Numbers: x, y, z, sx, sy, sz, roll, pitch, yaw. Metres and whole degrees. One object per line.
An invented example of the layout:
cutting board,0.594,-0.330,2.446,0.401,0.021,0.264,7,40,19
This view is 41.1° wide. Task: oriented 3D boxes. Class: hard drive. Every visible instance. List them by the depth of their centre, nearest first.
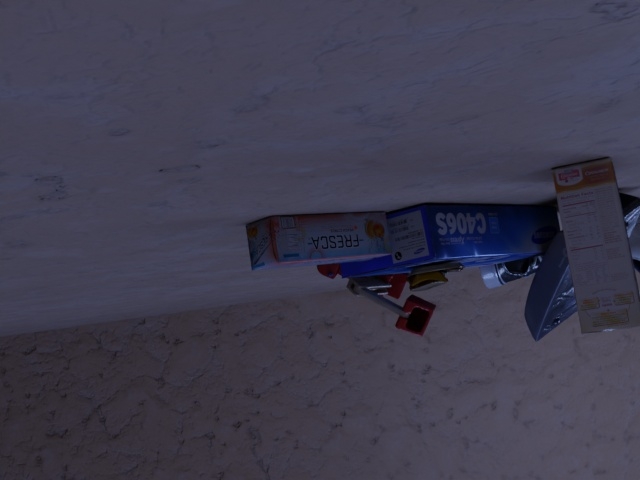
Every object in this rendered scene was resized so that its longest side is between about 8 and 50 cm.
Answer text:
hard drive,0.400,0.041,1.328,0.172,0.054,0.254,-32,150,-22

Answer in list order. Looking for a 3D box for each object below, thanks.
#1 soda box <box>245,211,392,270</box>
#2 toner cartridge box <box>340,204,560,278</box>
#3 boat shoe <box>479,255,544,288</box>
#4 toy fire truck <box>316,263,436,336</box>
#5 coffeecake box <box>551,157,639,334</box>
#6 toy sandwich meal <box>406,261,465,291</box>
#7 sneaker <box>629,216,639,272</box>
soda box,0.000,0.000,1.067,0.183,0.058,0.063,-3,172,-37
toner cartridge box,0.197,0.000,1.252,0.165,0.075,0.348,-13,173,43
boat shoe,0.364,0.024,1.566,0.102,0.108,0.301,-11,176,26
toy fire truck,0.077,0.065,1.265,0.192,0.047,0.135,23,-161,5
coffeecake box,0.322,0.009,0.988,0.068,0.185,0.142,-11,173,20
toy sandwich meal,0.156,0.050,1.161,0.086,0.029,0.085,-8,174,-1
sneaker,0.583,-0.007,1.468,0.297,0.129,0.111,-9,172,-10
